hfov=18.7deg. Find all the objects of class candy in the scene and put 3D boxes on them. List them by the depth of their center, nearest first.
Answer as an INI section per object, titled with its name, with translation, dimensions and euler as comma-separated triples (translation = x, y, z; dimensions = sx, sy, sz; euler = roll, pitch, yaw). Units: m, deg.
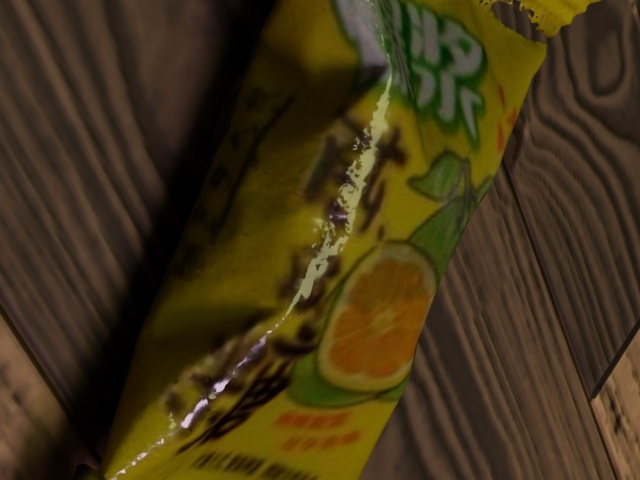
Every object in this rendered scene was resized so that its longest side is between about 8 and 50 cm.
[candy]
translation = 0.000, 0.000, 0.720
dimensions = 0.187, 0.081, 0.297
euler = 21, 96, -54
